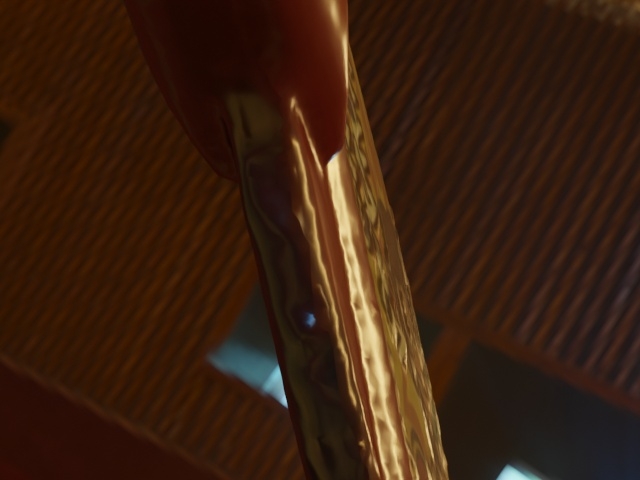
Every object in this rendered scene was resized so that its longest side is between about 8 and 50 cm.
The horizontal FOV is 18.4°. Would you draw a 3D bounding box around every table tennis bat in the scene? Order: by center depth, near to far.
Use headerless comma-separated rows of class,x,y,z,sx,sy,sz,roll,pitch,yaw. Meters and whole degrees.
table tennis bat,0.000,0.000,0.560,0.051,0.268,0.414,-12,-32,4
